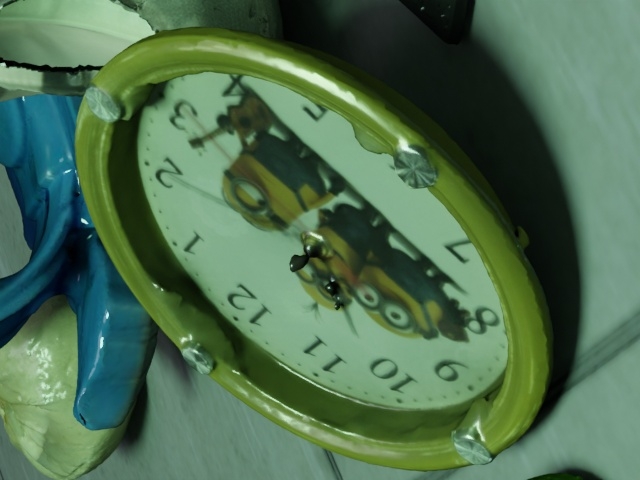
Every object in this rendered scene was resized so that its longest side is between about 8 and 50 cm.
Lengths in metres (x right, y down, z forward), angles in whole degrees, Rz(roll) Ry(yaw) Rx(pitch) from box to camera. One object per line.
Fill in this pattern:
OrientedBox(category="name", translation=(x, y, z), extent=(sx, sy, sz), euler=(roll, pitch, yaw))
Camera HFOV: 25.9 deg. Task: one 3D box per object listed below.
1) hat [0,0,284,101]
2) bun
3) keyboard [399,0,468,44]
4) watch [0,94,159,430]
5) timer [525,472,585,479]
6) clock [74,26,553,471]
OrientedBox(category="hat", translation=(-0.118, -0.112, 0.726), extent=(0.275, 0.232, 0.161), euler=(110, 175, -74))
OrientedBox(category="bun", translation=(-0.214, 0.106, 1.109), extent=(0.164, 0.111, 0.188), euler=(61, 149, 20))
OrientedBox(category="keyboard", translation=(0.048, -0.151, 0.525), extent=(0.053, 0.010, 0.155), euler=(51, 147, 42))
OrientedBox(category="watch", translation=(-0.255, 0.000, 0.936), extent=(0.241, 0.274, 0.305), euler=(-47, 57, 61))
OrientedBox(category="timer", translation=(0.092, 0.170, 0.567), extent=(0.128, 0.047, 0.140), euler=(64, 144, 25))
OrientedBox(category="clock", translation=(0.000, 0.000, 0.598), extent=(0.237, 0.057, 0.237), euler=(24, 141, 21))
